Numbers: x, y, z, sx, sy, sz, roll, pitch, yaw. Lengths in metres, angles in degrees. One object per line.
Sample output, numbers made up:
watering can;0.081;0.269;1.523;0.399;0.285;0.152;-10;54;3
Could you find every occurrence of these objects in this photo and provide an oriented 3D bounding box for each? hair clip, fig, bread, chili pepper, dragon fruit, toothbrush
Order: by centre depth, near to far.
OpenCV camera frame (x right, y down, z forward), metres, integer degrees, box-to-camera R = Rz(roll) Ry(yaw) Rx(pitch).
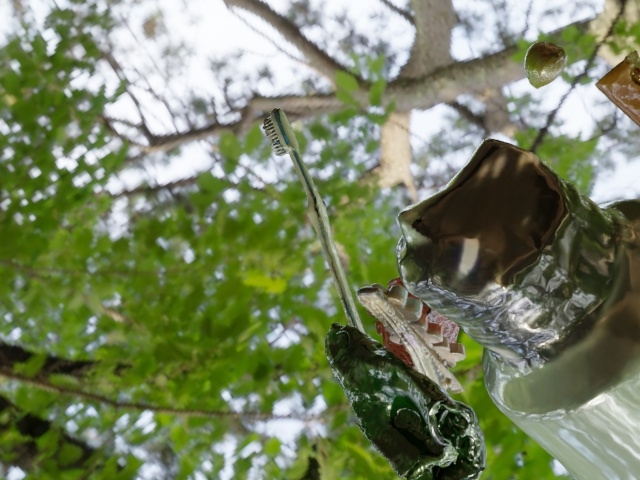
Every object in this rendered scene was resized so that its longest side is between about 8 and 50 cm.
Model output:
chili pepper;0.073;0.143;0.999;0.062;0.108;0.216;-13;-140;-37
hair clip;0.098;0.098;1.055;0.062;0.214;0.056;-4;-134;33
bread;0.391;-0.113;1.070;0.049;0.226;0.088;-45;177;-38
toothbrush;0.005;-0.001;1.114;0.028;0.294;0.026;-25;178;33
dragon fruit;0.134;0.105;1.438;0.083;0.162;0.106;-7;-150;-33
fig;0.403;-0.316;1.915;0.088;0.074;0.074;-68;-154;21

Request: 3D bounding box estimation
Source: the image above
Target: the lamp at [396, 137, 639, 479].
lamp;0.173;0.064;0.396;0.182;0.314;0.182;-33;-163;11
